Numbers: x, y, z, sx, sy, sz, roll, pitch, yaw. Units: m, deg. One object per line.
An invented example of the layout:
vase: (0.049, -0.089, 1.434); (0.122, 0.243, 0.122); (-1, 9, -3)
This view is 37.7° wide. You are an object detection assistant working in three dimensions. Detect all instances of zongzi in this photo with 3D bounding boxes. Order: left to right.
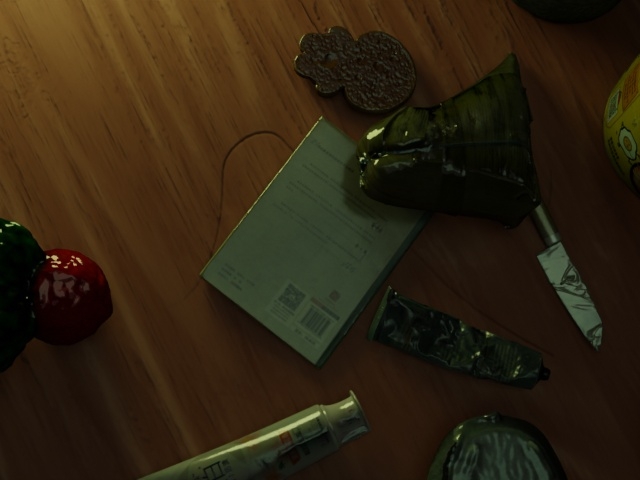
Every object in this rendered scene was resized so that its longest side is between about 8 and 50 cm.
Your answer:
zongzi: (0.168, -0.164, 1.273); (0.250, 0.125, 0.275); (9, 65, -15)

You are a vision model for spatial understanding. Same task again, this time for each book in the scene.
book: (0.000, 0.000, 1.273); (0.215, 0.025, 0.283); (39, 78, -1)

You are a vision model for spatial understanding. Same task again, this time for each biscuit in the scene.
biscuit: (0.051, -0.243, 1.323); (0.175, 0.026, 0.124); (15, 77, -4)

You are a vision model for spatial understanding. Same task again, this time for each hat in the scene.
hat: (-0.411, 0.072, 1.114); (0.332, 0.242, 0.274); (5, 91, -19)

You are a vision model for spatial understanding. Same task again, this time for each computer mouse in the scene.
computer mouse: (0.229, 0.409, 1.182); (0.203, 0.114, 0.374); (0, 72, -4)

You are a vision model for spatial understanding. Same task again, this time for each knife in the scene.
knife: (0.325, 0.018, 1.314); (0.047, 0.017, 0.298); (-25, 83, -3)

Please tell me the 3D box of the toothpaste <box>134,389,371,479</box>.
toothpaste: (-0.093, 0.287, 1.193); (0.323, 0.066, 0.100); (-26, 83, -6)

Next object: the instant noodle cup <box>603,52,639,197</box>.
instant noodle cup: (0.545, -0.178, 1.256); (0.325, 0.254, 0.326); (1, 79, -6)

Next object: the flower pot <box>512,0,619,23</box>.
flower pot: (0.359, -0.469, 1.274); (0.299, 0.283, 0.299); (1, 81, -7)

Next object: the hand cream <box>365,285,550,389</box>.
hand cream: (0.191, 0.139, 1.257); (0.247, 0.052, 0.075); (21, 77, -3)
